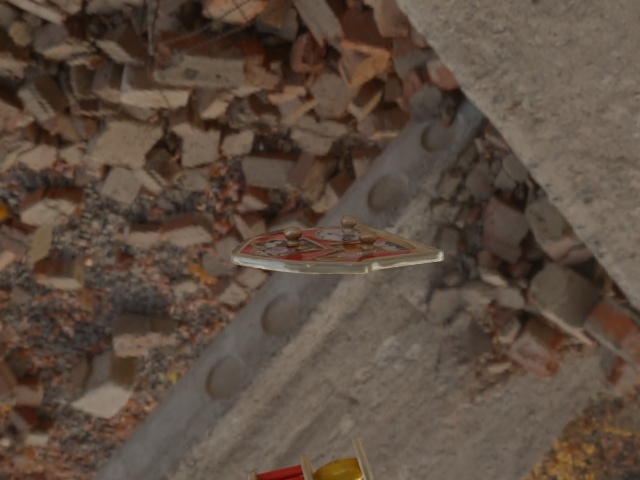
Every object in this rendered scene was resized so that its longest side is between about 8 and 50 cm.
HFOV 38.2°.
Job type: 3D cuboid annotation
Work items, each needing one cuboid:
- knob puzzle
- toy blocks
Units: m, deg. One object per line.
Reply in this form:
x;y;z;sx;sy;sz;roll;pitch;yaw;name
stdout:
0.000;0.000;0.955;0.213;0.213;0.030;0;103;3;knob puzzle
-0.018;0.248;0.799;0.148;0.123;0.054;-19;141;1;toy blocks
